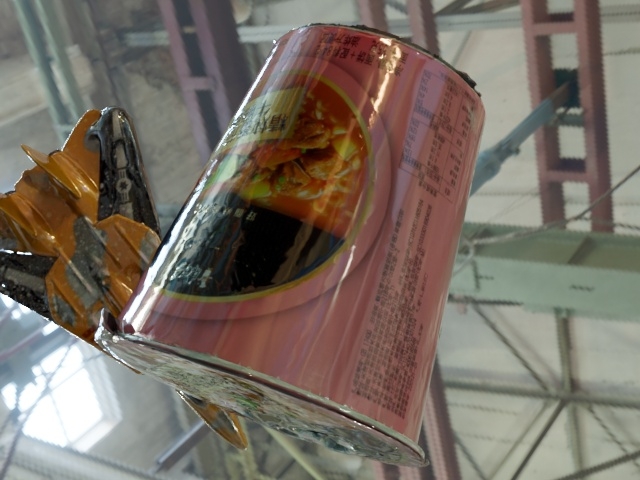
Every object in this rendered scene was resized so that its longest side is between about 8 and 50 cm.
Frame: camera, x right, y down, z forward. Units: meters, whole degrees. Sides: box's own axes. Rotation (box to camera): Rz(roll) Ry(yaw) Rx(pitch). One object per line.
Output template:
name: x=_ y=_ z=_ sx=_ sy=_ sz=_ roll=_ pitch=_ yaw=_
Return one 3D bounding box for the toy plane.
toy plane: x=-0.159 y=0.051 z=0.862 sx=0.204 sy=0.103 sz=0.316 roll=-42 pitch=-96 yaw=1

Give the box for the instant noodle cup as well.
instant noodle cup: x=0.000 y=0.000 z=0.694 sx=0.244 sy=0.255 sz=0.244 roll=18 pitch=-16 yaw=5
